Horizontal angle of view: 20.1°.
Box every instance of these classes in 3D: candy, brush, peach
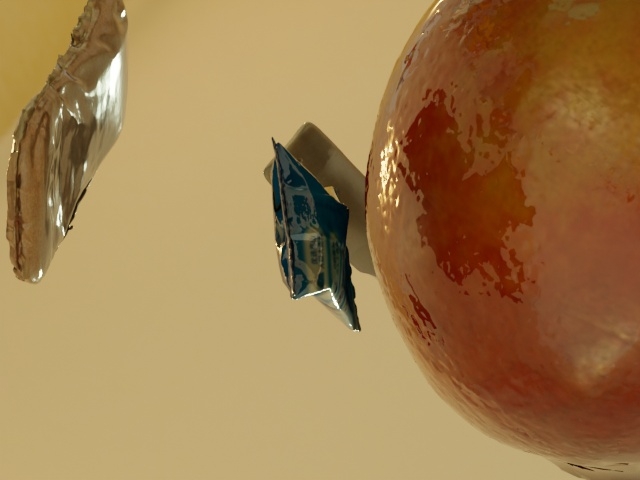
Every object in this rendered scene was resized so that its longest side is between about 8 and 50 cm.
[{"bbox_3d":[0.000,-0.001,1.008,0.038,0.088,0.136,-14,166,14],"label":"candy"},{"bbox_3d":[0.080,0.030,1.466,0.060,0.321,0.050,-49,-154,-7],"label":"brush"},{"bbox_3d":[0.201,-0.020,1.169,0.388,0.388,0.388,-12,-150,7],"label":"peach"}]

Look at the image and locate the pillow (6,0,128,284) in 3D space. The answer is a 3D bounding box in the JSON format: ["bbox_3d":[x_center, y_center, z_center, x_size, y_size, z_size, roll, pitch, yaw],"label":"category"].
[{"bbox_3d":[-0.155,-0.073,1.130,0.034,0.135,0.211,12,-146,4],"label":"pillow"}]
